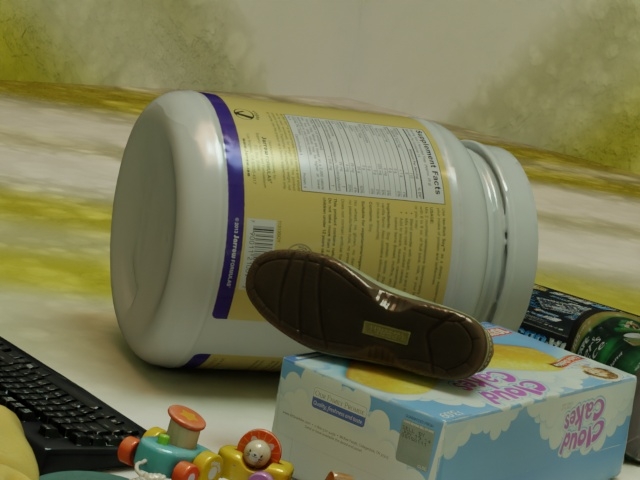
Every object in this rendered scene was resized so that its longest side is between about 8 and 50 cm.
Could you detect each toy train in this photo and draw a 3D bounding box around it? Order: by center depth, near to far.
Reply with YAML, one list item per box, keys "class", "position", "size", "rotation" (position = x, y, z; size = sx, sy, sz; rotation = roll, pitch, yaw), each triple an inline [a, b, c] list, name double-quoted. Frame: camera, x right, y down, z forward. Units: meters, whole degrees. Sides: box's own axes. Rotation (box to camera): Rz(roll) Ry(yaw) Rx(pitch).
- class: "toy train"
  position: [-0.048, 0.150, 1.018]
  size: [0.166, 0.046, 0.125]
  rotation: [16, 3, -20]

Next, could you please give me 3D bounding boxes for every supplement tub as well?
- class: "supplement tub"
  position: [0.000, 0.000, 1.367]
  size: [0.331, 0.241, 0.241]
  rotation: [5, 12, -23]

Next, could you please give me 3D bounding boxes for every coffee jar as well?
- class: "coffee jar"
  position: [0.269, 0.122, 1.347]
  size: [0.079, 0.096, 0.184]
  rotation: [11, 10, -8]

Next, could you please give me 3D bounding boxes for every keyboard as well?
- class: "keyboard"
  position: [-0.270, 0.107, 1.148]
  size: [0.201, 0.033, 0.317]
  rotation: [0, 14, -40]

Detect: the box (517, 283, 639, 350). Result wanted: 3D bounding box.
- class: "box"
  position: [0.242, 0.094, 1.579]
  size: [0.220, 0.051, 0.175]
  rotation: [18, 14, 38]

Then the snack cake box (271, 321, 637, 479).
- class: "snack cake box"
  position: [0.106, 0.135, 1.166]
  size: [0.152, 0.089, 0.264]
  rotation: [17, 14, 38]

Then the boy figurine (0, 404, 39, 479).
- class: "boy figurine"
  position: [-0.216, 0.156, 0.795]
  size: [0.177, 0.092, 0.285]
  rotation: [9, 10, -1]

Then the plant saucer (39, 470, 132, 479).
- class: "plant saucer"
  position: [-0.143, 0.169, 0.963]
  size: [0.119, 0.021, 0.119]
  rotation: [9, 11, -2]

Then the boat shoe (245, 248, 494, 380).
- class: "boat shoe"
  position: [0.037, 0.059, 1.131]
  size: [0.190, 0.068, 0.072]
  rotation: [23, 4, 19]
